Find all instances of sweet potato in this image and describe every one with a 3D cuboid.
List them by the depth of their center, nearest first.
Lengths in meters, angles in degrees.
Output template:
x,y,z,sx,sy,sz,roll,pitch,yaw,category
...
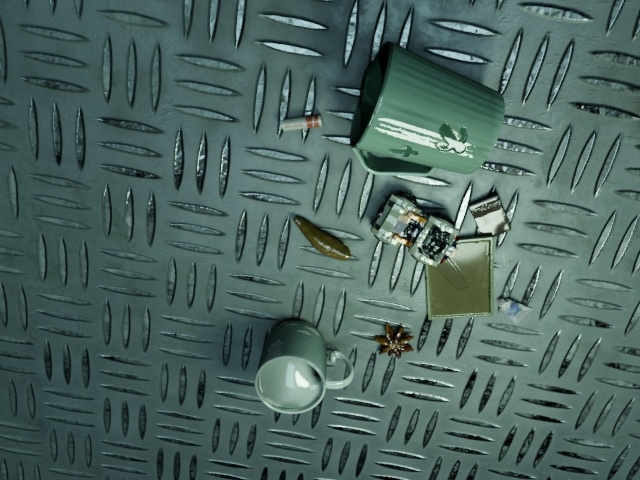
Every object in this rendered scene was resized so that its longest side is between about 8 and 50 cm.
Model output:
x,y,z,sx,sy,sz,roll,pitch,yaw,category
0.000,0.000,1.847,0.244,0.077,0.077,31,113,-4,sweet potato

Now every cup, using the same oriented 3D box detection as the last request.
x,y,z,sx,sy,sz,roll,pitch,yaw,category
0.289,-0.367,1.566,0.392,0.401,0.310,17,82,-10,cup
-0.052,0.462,1.954,0.357,0.274,0.259,4,116,0,cup

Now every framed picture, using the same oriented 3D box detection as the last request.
x,y,z,sx,sy,sz,roll,pitch,yaw,category
0.509,0.143,1.899,0.247,0.022,0.335,-5,115,10,framed picture

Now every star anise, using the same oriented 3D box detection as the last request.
x,y,z,sx,sy,sz,roll,pitch,yaw,category
0.287,0.398,2.021,0.168,0.057,0.168,1,116,2,star anise

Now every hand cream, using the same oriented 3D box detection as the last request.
x,y,z,sx,sy,sz,roll,pitch,yaw,category
0.720,0.259,1.936,0.142,0.053,0.084,30,113,-21,hand cream

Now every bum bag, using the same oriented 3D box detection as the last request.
x,y,z,sx,sy,sz,roll,pitch,yaw,category
0.588,-0.080,1.792,0.109,0.026,0.159,-25,113,16,bum bag

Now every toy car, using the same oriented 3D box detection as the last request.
x,y,z,sx,sy,sz,roll,pitch,yaw,category
0.331,-0.036,1.773,0.301,0.118,0.193,30,107,-1,toy car

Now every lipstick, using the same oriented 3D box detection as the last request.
x,y,z,sx,sy,sz,roll,pitch,yaw,category
-0.059,-0.382,1.684,0.131,0.038,0.038,-6,115,7,lipstick
